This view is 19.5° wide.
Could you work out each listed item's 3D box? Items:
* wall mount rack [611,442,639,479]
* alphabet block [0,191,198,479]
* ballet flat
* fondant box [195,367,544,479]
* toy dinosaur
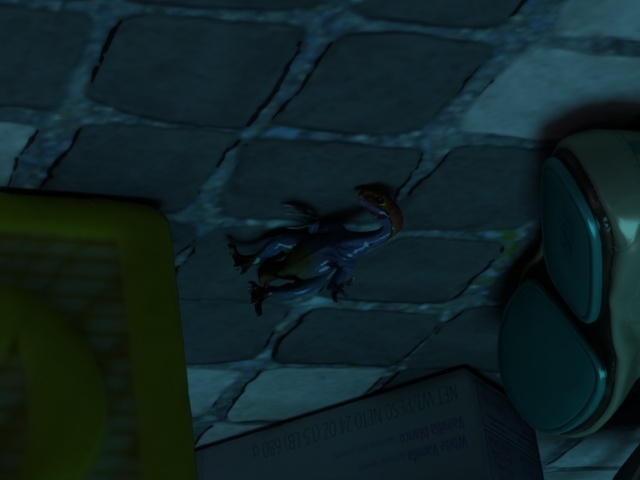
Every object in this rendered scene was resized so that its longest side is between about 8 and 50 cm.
[{"bbox_3d":[0.201,0.211,1.055,0.130,0.304,0.350,32,155,9],"label":"wall mount rack"},{"bbox_3d":[-0.178,0.101,0.814,0.193,0.192,0.197,3,154,-26],"label":"alphabet block"},{"bbox_3d":[0.140,0.021,0.877,0.086,0.086,0.248,-6,154,-5],"label":"ballet flat"},{"bbox_3d":[0.021,0.264,1.047,0.238,0.330,0.096,-20,152,22],"label":"fondant box"},{"bbox_3d":[0.000,0.000,0.851,0.082,0.047,0.090,-21,-174,7],"label":"toy dinosaur"}]
